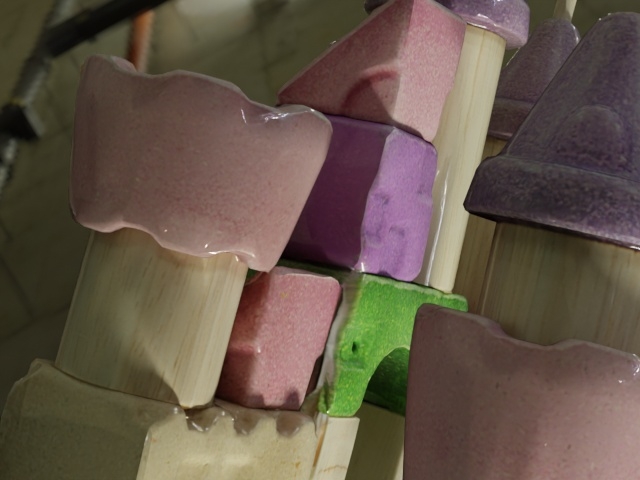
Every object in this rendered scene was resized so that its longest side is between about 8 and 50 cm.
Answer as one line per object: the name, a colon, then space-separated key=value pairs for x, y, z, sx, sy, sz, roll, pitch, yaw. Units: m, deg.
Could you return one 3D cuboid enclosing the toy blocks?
toy blocks: x=0.000 y=0.000 z=0.483 sx=0.309 sy=0.260 sz=0.288 roll=12 pitch=179 yaw=28
